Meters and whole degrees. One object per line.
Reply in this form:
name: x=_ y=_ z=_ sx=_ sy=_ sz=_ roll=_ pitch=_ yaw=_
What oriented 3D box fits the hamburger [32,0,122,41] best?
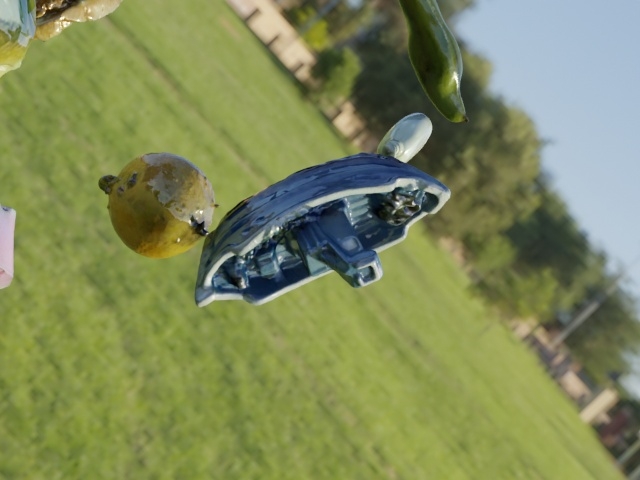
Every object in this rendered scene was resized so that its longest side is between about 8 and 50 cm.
hamburger: x=-0.443 y=-0.391 z=2.250 sx=0.283 sy=0.259 sz=0.144 roll=3 pitch=-62 yaw=30

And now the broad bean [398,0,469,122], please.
broad bean: x=0.136 y=-0.311 z=2.125 sx=0.325 sy=0.075 sz=0.067 roll=65 pitch=19 yaw=-6

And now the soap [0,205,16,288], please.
soap: x=-0.537 y=-0.005 z=2.066 sx=0.324 sy=0.193 sz=0.109 roll=13 pitch=64 yaw=-56

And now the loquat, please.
loquat: x=-0.258 y=-0.057 z=2.383 sx=0.204 sy=0.172 sz=0.149 roll=23 pitch=41 yaw=9

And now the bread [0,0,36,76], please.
bread: x=-0.393 y=-0.281 z=1.379 sx=0.239 sy=0.264 sz=0.395 roll=53 pitch=25 yaw=-57

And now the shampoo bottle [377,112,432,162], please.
shampoo bottle: x=0.105 y=-0.129 z=1.998 sx=0.045 sy=0.077 sz=0.152 roll=40 pitch=17 yaw=6

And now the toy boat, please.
toy boat: x=0.000 y=0.000 z=1.684 sx=0.129 sy=0.309 sz=0.142 roll=74 pitch=-9 yaw=-48
